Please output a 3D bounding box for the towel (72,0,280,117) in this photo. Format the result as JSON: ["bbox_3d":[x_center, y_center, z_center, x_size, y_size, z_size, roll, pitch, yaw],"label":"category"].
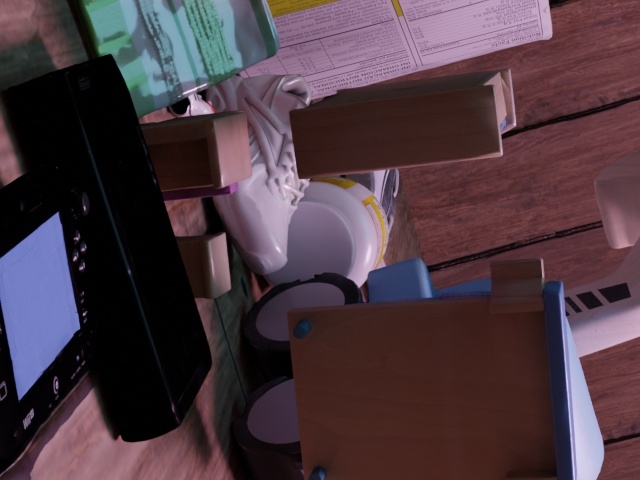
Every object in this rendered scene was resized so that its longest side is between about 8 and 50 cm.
[{"bbox_3d":[-0.098,-0.158,1.033,0.152,0.023,0.113,-32,110,-36],"label":"towel"}]

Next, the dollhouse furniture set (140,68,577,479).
[{"bbox_3d":[0.035,0.043,1.076,0.198,0.286,0.303,-40,123,-76],"label":"dollhouse furniture set"}]

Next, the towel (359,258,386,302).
[{"bbox_3d":[0.100,0.195,1.967,0.332,0.053,0.317,67,10,-45],"label":"towel"}]

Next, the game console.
[{"bbox_3d":[-0.128,0.024,0.768,0.361,0.044,0.213,-68,142,-76],"label":"game console"}]

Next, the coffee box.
[{"bbox_3d":[0.032,-0.374,1.520,0.334,0.338,0.337,50,27,-71],"label":"coffee box"}]

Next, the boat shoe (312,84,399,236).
[{"bbox_3d":[0.043,-0.084,1.945,0.335,0.121,0.119,-76,159,-52],"label":"boat shoe"}]

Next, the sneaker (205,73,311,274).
[{"bbox_3d":[-0.038,-0.073,1.286,0.090,0.115,0.232,65,13,-49],"label":"sneaker"}]

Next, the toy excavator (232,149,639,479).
[{"bbox_3d":[0.176,0.100,1.261,0.433,0.445,0.222,-90,164,-60],"label":"toy excavator"}]

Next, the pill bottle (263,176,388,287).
[{"bbox_3d":[0.000,0.000,1.410,0.208,0.118,0.117,-37,112,-82],"label":"pill bottle"}]

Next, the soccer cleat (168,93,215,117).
[{"bbox_3d":[-0.109,-0.109,1.199,0.083,0.029,0.035,61,25,-49],"label":"soccer cleat"}]
